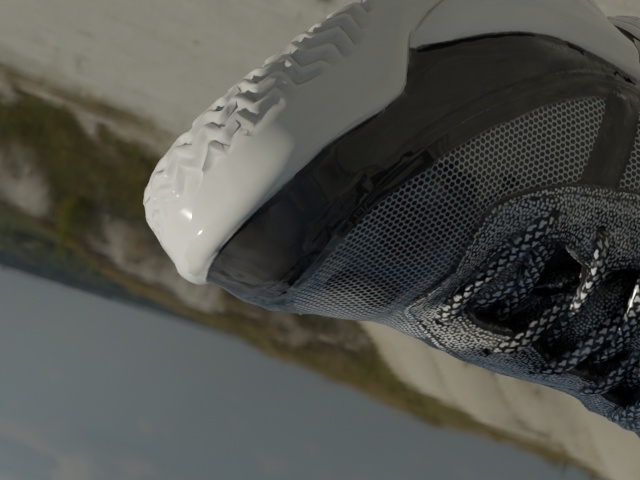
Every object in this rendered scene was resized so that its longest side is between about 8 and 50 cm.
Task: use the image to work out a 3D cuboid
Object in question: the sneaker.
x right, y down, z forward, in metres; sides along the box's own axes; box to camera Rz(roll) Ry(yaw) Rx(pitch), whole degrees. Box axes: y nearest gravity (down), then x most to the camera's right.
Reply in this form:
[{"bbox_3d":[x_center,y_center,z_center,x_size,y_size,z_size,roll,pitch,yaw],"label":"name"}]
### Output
[{"bbox_3d":[0.083,0.019,0.399,0.268,0.101,0.153,-1,-127,-52],"label":"sneaker"}]
